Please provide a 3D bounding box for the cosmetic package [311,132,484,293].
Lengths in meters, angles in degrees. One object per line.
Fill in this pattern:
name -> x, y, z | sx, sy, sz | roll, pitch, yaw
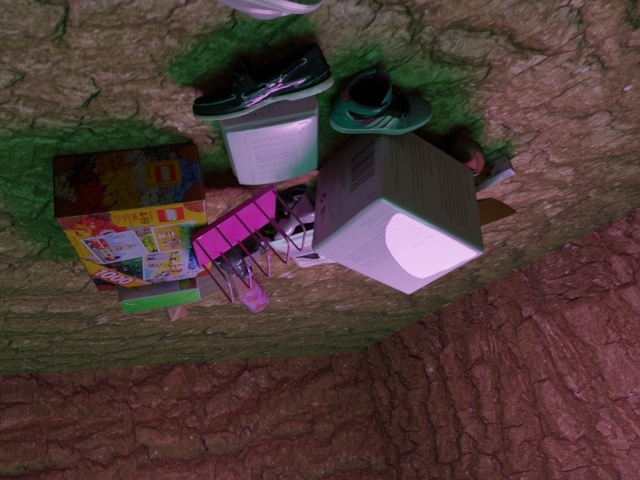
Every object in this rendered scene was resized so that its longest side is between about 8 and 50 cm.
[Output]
cosmetic package -> 0.228, -0.095, 1.618 | 0.393, 0.330, 0.327 | 25, 139, -26

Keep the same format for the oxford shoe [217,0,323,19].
oxford shoe -> -0.196, -0.486, 0.903 | 0.448, 0.169, 0.130 | 5, -175, -34

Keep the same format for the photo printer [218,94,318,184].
photo printer -> -0.129, -0.263, 1.453 | 0.255, 0.107, 0.308 | -12, 156, -4

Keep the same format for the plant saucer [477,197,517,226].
plant saucer -> 0.466, -0.075, 1.917 | 0.332, 0.081, 0.332 | -18, -176, -18

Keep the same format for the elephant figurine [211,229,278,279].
elephant figurine -> -0.263, 0.018, 1.973 | 0.169, 0.186, 0.239 | 40, 120, -13

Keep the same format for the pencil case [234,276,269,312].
pencil case -> -0.327, 0.239, 2.428 | 0.124, 0.124, 0.284 | -17, 155, 5

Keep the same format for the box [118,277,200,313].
box -> -0.567, 0.109, 1.863 | 0.261, 0.231, 0.127 | -8, 156, -13

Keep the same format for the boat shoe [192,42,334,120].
boat shoe -> -0.145, -0.369, 1.220 | 0.339, 0.127, 0.113 | -11, 127, 10

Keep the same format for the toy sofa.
toy sofa -> -0.487, 0.198, 2.245 | 0.362, 0.177, 0.150 | -21, 180, 14

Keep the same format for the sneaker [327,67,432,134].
sneaker -> 0.176, -0.368, 1.394 | 0.295, 0.124, 0.178 | -8, 165, -12

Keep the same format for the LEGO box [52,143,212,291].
LEGO box -> -0.526, -0.050, 1.588 | 0.371, 0.193, 0.500 | -8, 155, -13

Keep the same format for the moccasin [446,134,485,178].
moccasin -> 0.453, -0.223, 1.812 | 0.147, 0.139, 0.380 | -53, 170, -16

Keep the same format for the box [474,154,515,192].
box -> 0.566, -0.211, 2.011 | 0.323, 0.063, 0.067 | -28, 152, 28

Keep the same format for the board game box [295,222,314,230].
board game box -> 0.069, -0.089, 2.021 | 0.317, 0.046, 0.213 | 11, 145, -44

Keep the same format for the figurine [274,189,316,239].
figurine -> -0.047, -0.087, 1.779 | 0.209, 0.092, 0.214 | -39, 175, 38

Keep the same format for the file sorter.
file sorter -> -0.204, 0.017, 1.579 | 0.290, 0.182, 0.202 | -36, 164, -19

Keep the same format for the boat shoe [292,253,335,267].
boat shoe -> 0.012, 0.043, 2.209 | 0.276, 0.098, 0.096 | -19, 157, 12

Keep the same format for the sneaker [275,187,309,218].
sneaker -> -0.116, -0.117, 1.807 | 0.188, 0.078, 0.067 | -25, 154, 4

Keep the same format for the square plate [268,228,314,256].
square plate -> 0.000, 0.000, 1.948 | 0.346, 0.049, 0.344 | -15, 173, 3
